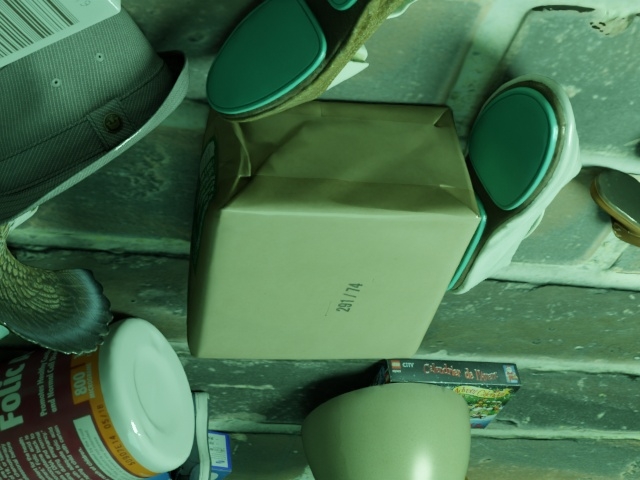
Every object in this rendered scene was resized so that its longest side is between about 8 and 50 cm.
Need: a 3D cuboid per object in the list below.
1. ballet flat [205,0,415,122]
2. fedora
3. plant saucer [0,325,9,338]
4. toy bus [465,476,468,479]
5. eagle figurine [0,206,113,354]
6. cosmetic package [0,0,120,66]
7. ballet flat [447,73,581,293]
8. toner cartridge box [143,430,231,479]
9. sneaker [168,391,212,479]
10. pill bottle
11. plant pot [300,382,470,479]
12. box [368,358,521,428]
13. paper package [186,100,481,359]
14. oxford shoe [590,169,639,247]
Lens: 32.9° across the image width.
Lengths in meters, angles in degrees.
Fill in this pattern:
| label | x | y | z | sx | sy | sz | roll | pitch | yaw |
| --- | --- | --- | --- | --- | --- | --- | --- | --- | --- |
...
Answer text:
| label | x | y | z | sx | sy | sz | roll | pitch | yaw |
| --- | --- | --- | --- | --- | --- | --- | --- | --- | --- |
| ballet flat | 0.025 | -0.228 | 1.068 | 0.124 | 0.116 | 0.342 | 0 | 144 | -46 |
| fedora | -0.261 | -0.141 | 1.027 | 0.275 | 0.244 | 0.124 | -34 | 117 | -13 |
| plant saucer | -0.504 | 0.111 | 1.400 | 0.195 | 0.037 | 0.195 | 10 | 162 | 3 |
| toy bus | 0.245 | 0.523 | 2.134 | 0.130 | 0.108 | 0.332 | -17 | 144 | 14 |
| eagle figurine | -0.384 | 0.024 | 1.233 | 0.225 | 0.226 | 0.298 | -19 | 142 | -7 |
| cosmetic package | -0.263 | -0.264 | 0.870 | 0.151 | 0.183 | 0.151 | -21 | 144 | 17 |
| ballet flat | 0.235 | -0.072 | 1.312 | 0.139 | 0.139 | 0.400 | 2 | 147 | -14 |
| toner cartridge box | -0.314 | 0.437 | 1.926 | 0.165 | 0.075 | 0.348 | 17 | 138 | -29 |
| sneaker | -0.252 | 0.324 | 1.658 | 0.163 | 0.226 | 0.086 | 8 | 131 | -16 |
| pill bottle | -0.400 | 0.269 | 1.549 | 0.392 | 0.224 | 0.224 | -20 | 143 | 15 |
| plant pot | 0.117 | 0.381 | 1.763 | 0.284 | 0.191 | 0.284 | -5 | 146 | -3 |
| box | 0.196 | 0.259 | 1.809 | 0.233 | 0.044 | 0.159 | 4 | 143 | -17 |
| paper package | 0.000 | 0.000 | 1.307 | 0.309 | 0.168 | 0.325 | 0 | 144 | -13 |
| oxford shoe | 0.412 | -0.028 | 1.438 | 0.076 | 0.076 | 0.212 | -24 | 142 | 38 |
